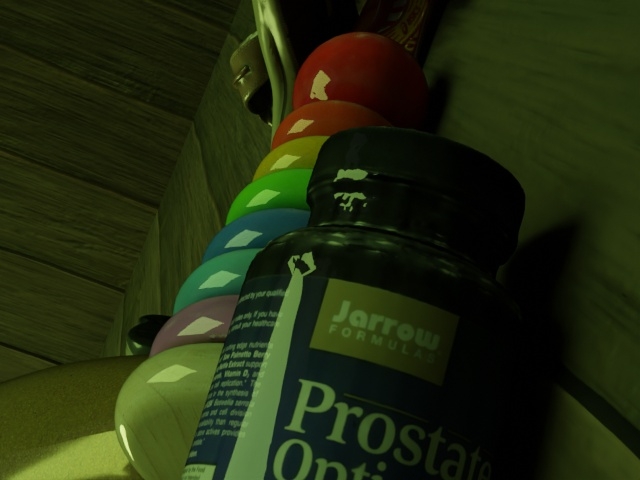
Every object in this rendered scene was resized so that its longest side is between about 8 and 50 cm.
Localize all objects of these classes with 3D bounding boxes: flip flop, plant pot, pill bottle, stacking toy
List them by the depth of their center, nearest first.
[{"bbox_3d":[0.014,0.071,0.489,0.123,0.122,0.219,143,146,-67],"label":"pill bottle"},{"bbox_3d":[0.000,0.000,0.703,0.141,0.141,0.330,-56,11,47],"label":"stacking toy"},{"bbox_3d":[-0.127,0.167,0.773,0.254,0.237,0.237,-34,34,46],"label":"plant pot"},{"bbox_3d":[-0.027,-0.144,0.892,0.112,0.080,0.277,-45,-37,-34],"label":"flip flop"}]

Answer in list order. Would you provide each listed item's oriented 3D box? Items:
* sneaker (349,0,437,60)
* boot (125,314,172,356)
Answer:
[{"bbox_3d":[0.054,-0.153,0.875,0.175,0.064,0.067,-63,-8,7],"label":"sneaker"},{"bbox_3d":[-0.139,0.163,1.085,0.236,0.085,0.179,-21,-61,-87],"label":"boot"}]
